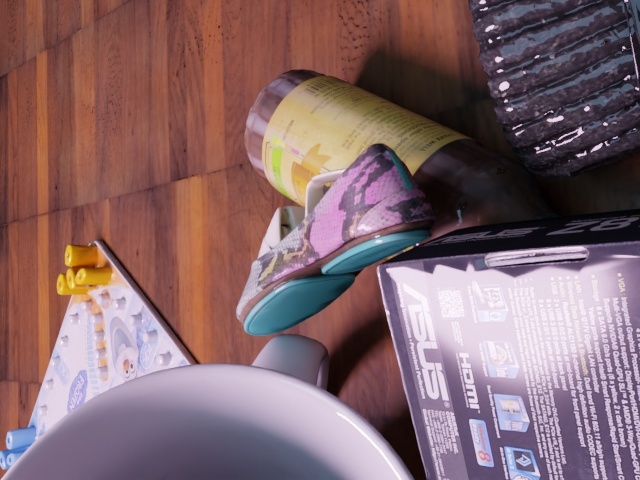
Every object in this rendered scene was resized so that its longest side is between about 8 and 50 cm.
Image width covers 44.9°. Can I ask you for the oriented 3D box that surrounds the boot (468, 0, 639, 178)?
[{"bbox_3d":[0.210,-0.216,0.428,0.260,0.131,0.347,-3,86,46],"label":"boot"}]

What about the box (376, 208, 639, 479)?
[{"bbox_3d":[0.209,0.177,0.370,0.318,0.097,0.394,-8,98,47],"label":"box"}]

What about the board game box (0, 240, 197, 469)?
[{"bbox_3d":[-0.274,0.259,0.960,0.390,0.050,0.389,42,117,39],"label":"board game box"}]

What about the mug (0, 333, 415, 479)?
[{"bbox_3d":[-0.052,0.246,0.570,0.328,0.276,0.374,87,-166,-53],"label":"mug"}]

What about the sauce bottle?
[{"bbox_3d":[0.080,-0.029,0.566,0.344,0.111,0.111,34,112,41],"label":"sauce bottle"}]

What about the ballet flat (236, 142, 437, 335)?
[{"bbox_3d":[0.000,0.000,0.544,0.221,0.077,0.079,-40,60,53],"label":"ballet flat"}]
